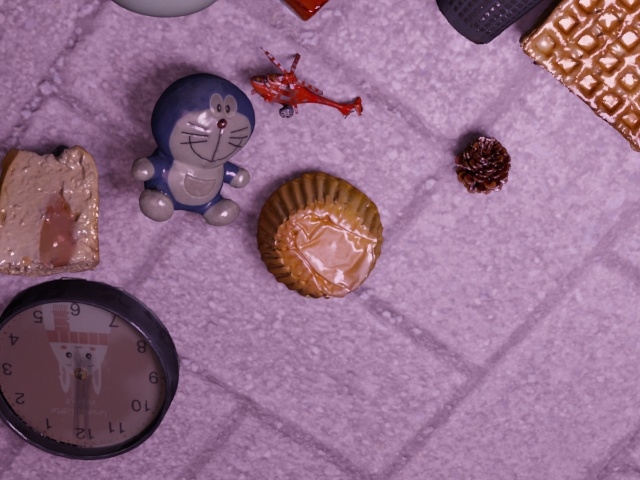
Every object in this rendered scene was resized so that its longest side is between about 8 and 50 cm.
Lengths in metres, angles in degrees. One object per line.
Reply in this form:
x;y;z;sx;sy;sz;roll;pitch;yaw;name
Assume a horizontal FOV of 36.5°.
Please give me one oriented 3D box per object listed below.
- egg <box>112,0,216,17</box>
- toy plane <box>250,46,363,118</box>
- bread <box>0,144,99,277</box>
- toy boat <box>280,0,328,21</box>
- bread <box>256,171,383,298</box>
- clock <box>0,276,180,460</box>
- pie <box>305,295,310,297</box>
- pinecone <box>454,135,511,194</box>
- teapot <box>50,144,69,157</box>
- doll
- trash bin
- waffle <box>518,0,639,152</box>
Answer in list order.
-0.257;-0.442;1.550;0.230;0.168;0.168;8;113;-6;egg
-0.027;-0.258;1.676;0.194;0.126;0.077;-3;154;-31;toy plane
-0.491;-0.037;1.764;0.183;0.211;0.224;-1;77;-9;bread
-0.097;-0.504;1.529;0.145;0.133;0.332;-45;107;-3;toy boat
-0.002;-0.002;1.737;0.239;0.139;0.240;1;106;2;bread
-0.473;0.261;1.911;0.386;0.076;0.386;1;113;3;clock
-0.016;0.070;1.836;0.084;0.021;0.084;-1;108;-2;pie
0.284;-0.138;1.692;0.102;0.102;0.109;-1;143;4;pinecone
-0.497;-0.126;1.769;0.110;0.043;0.043;-36;107;21;teapot
-0.212;-0.161;1.681;0.228;0.154;0.258;4;126;-35;doll
0.276;-0.408;1.552;0.175;0.175;0.161;38;123;-13;trash bin
0.497;-0.294;1.560;0.308;0.091;0.213;39;112;-9;waffle
